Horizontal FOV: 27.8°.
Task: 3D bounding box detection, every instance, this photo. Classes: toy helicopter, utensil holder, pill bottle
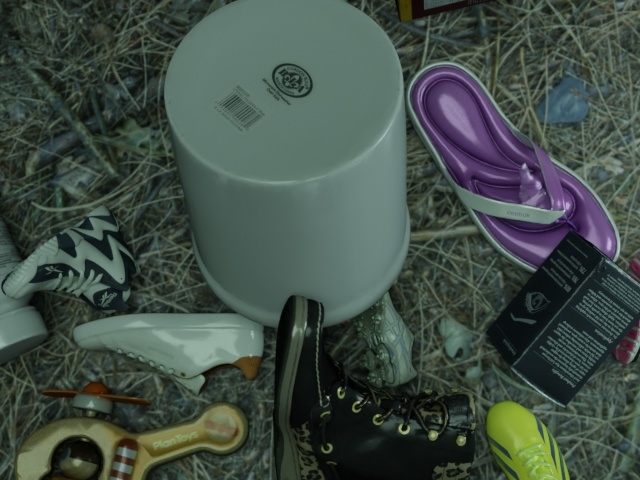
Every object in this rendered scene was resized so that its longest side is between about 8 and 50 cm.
[{"bbox_3d":[-0.284,0.304,1.945,0.355,0.140,0.235,-15,74,-8],"label":"toy helicopter"},{"bbox_3d":[-0.035,-0.105,1.771,0.327,0.385,0.327,-1,60,2],"label":"utensil holder"},{"bbox_3d":[-0.532,0.046,1.954,0.160,0.160,0.283,-27,82,1],"label":"pill bottle"}]

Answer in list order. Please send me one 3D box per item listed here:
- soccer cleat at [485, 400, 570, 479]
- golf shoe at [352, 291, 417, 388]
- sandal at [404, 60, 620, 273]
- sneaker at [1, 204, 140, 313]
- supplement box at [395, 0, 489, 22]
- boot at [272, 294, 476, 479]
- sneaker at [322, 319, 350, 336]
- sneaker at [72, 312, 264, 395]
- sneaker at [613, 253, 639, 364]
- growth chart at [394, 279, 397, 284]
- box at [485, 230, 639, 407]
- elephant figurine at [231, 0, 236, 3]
[{"bbox_3d":[0.326,0.365,1.871,0.093,0.121,0.289,-24,83,2],"label":"soccer cleat"},{"bbox_3d":[0.100,0.134,1.948,0.069,0.086,0.176,-18,76,47],"label":"golf shoe"},{"bbox_3d":[0.275,-0.096,1.932,0.169,0.102,0.416,-45,84,1],"label":"sandal"},{"bbox_3d":[-0.356,0.060,1.930,0.094,0.235,0.153,-34,95,34],"label":"sneaker"},{"bbox_3d":[0.193,-0.459,1.963,0.194,0.129,0.191,-12,83,3],"label":"supplement box"},{"bbox_3d":[0.076,0.233,1.827,0.284,0.138,0.377,1,126,0],"label":"boot"},{"bbox_3d":[-0.028,0.083,1.963,0.158,0.061,0.065,46,101,12],"label":"sneaker"},{"bbox_3d":[-0.231,0.172,1.943,0.290,0.106,0.123,-1,82,3],"label":"sneaker"},{"bbox_3d":[0.484,0.104,1.913,0.075,0.063,0.170,5,103,-30],"label":"sneaker"},{"bbox_3d":[0.000,0.000,1.948,0.237,0.021,0.172,3,55,3],"label":"growth chart"},{"bbox_3d":[0.354,0.110,1.855,0.108,0.153,0.207,36,99,-15],"label":"box"},{"bbox_3d":[-0.074,-0.292,1.911,0.186,0.239,0.169,-30,83,1],"label":"elephant figurine"}]
